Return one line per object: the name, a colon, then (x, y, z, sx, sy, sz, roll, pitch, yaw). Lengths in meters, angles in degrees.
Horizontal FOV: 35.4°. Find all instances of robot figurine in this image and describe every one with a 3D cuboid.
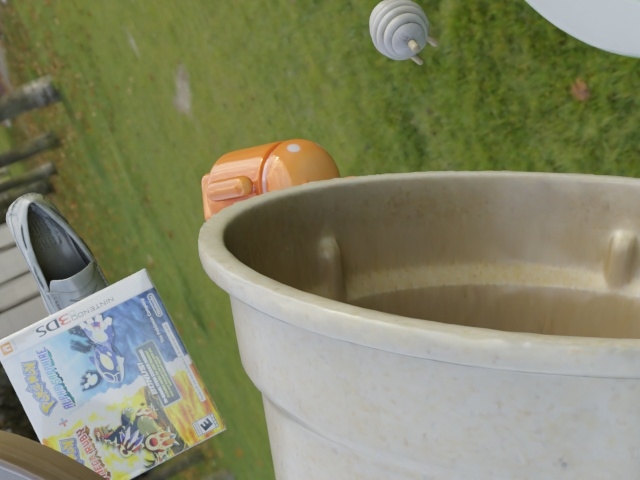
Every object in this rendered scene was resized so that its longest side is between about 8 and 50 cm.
robot figurine: (-0.061, -0.067, 1.334, 0.219, 0.128, 0.158, -6, 139, 42)

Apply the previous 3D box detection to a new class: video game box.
video game box: (-0.232, 0.162, 1.116, 0.205, 0.187, 0.048, 62, 173, 4)

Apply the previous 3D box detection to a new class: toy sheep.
toy sheep: (0.112, -0.290, 1.387, 0.132, 0.091, 0.091, -125, 17, -54)

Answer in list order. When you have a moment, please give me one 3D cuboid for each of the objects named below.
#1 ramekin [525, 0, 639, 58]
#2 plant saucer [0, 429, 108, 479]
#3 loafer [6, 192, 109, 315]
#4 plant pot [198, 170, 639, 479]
ramekin: (0.262, -0.292, 0.796, 0.303, 0.148, 0.303, 37, 156, 19)
plant saucer: (-0.228, 0.239, 0.813, 0.278, 0.041, 0.278, 14, 137, 14)
loafer: (-0.412, 0.069, 1.654, 0.319, 0.112, 0.111, 59, 161, -12)
plant pot: (0.107, 0.141, 0.512, 0.334, 0.334, 0.305, -151, 59, -63)
